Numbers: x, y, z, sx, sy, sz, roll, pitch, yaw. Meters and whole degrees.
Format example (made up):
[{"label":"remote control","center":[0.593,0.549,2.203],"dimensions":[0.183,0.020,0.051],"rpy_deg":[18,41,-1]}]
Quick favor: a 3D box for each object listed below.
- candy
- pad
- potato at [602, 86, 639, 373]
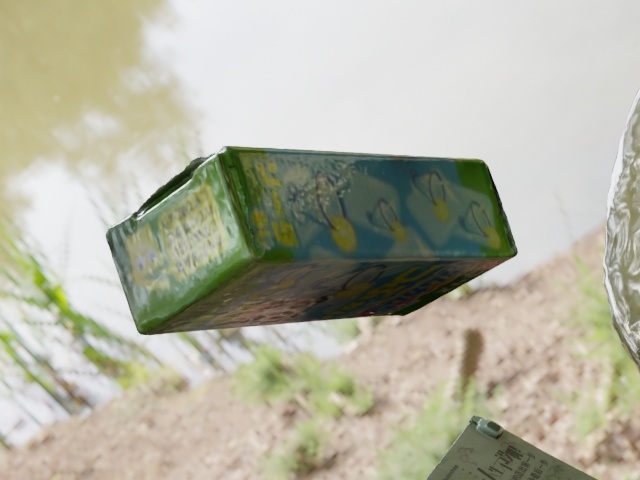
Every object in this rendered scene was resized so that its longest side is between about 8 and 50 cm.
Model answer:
[{"label":"candy","center":[0.000,0.000,0.809],"dimensions":[0.194,0.062,0.097],"rpy_deg":[-1,-24,-45]},{"label":"pad","center":[0.155,0.245,1.372],"dimensions":[0.265,0.159,0.009],"rpy_deg":[-41,-27,-54]},{"label":"potato","center":[0.414,-0.013,0.845],"dimensions":[0.442,0.319,0.385],"rpy_deg":[-27,45,44]}]
